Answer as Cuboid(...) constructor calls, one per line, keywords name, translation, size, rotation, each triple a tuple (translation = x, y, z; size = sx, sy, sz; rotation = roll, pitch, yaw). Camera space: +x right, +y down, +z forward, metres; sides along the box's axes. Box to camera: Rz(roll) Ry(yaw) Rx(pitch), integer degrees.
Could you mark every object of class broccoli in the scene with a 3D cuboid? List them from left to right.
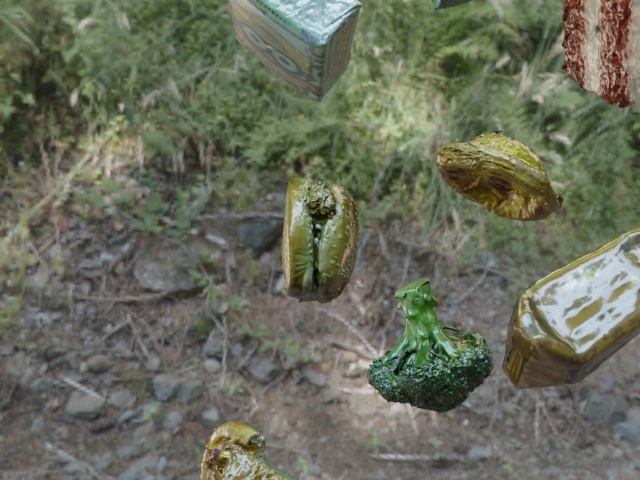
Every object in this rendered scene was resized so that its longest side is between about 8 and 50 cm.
Cuboid(name="broccoli", translation=(0.233, 0.246, 1.854), size=(0.297, 0.297, 0.297), rotation=(-20, 2, 1))

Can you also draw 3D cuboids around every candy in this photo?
Cuboid(name="candy", translation=(0.313, 0.056, 0.863), size=(0.271, 0.143, 0.101), rotation=(-29, 61, -9))

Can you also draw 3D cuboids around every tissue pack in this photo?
Cuboid(name="tissue pack", translation=(-0.055, -0.405, 1.523), size=(0.228, 0.128, 0.311), rotation=(40, -7, 4))

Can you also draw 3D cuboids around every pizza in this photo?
Cuboid(name="pizza", translation=(-0.153, 0.368, 1.337), size=(0.058, 0.246, 0.127), rotation=(-14, 70, -34))

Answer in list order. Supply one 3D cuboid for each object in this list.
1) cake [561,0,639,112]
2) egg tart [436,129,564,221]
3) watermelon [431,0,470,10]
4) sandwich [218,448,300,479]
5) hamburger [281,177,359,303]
Cuboid(name="cake", translation=(0.669, -0.417, 1.602), size=(0.270, 0.269, 0.319), rotation=(-19, 33, -11))
Cuboid(name="egg tart", translation=(0.399, -0.149, 1.810), size=(0.295, 0.116, 0.295), rotation=(26, -16, 8))
Cuboid(name="watermelon", translation=(0.217, -0.479, 1.075), size=(0.151, 0.302, 0.264), rotation=(-10, 68, -16))
Cuboid(name="sandwich", translation=(0.023, 0.430, 1.187), size=(0.301, 0.099, 0.271), rotation=(23, -11, 31))
Cuboid(name="hamburger", translation=(0.000, 0.000, 1.272), size=(0.122, 0.215, 0.189), rotation=(5, 70, 1))
